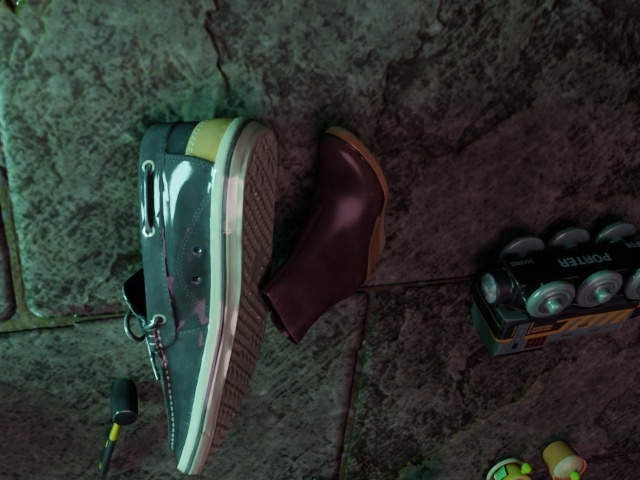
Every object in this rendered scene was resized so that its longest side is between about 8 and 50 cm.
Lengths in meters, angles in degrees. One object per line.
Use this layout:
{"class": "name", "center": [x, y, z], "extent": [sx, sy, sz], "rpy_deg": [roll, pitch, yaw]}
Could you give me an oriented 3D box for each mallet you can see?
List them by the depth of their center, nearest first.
{"class": "mallet", "center": [-0.314, 0.285, 1.115], "extent": [0.039, 0.062, 0.189], "rpy_deg": [9, 134, -23]}

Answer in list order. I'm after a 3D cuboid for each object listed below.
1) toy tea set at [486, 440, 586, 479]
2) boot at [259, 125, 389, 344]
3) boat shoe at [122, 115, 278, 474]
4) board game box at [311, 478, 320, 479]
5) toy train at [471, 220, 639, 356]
{"class": "toy tea set", "center": [0.415, 0.556, 1.497], "extent": [0.200, 0.124, 0.336], "rpy_deg": [12, 118, -26]}
{"class": "boot", "center": [0.000, 0.000, 0.949], "extent": [0.207, 0.090, 0.248], "rpy_deg": [-45, 140, -25]}
{"class": "boat shoe", "center": [-0.159, 0.078, 0.934], "extent": [0.156, 0.187, 0.500], "rpy_deg": [12, 116, 10]}
{"class": "board game box", "center": [0.003, 0.609, 1.405], "extent": [0.224, 0.097, 0.303], "rpy_deg": [22, 113, -29]}
{"class": "toy train", "center": [0.399, 0.081, 1.175], "extent": [0.334, 0.142, 0.190], "rpy_deg": [-8, 137, -17]}
